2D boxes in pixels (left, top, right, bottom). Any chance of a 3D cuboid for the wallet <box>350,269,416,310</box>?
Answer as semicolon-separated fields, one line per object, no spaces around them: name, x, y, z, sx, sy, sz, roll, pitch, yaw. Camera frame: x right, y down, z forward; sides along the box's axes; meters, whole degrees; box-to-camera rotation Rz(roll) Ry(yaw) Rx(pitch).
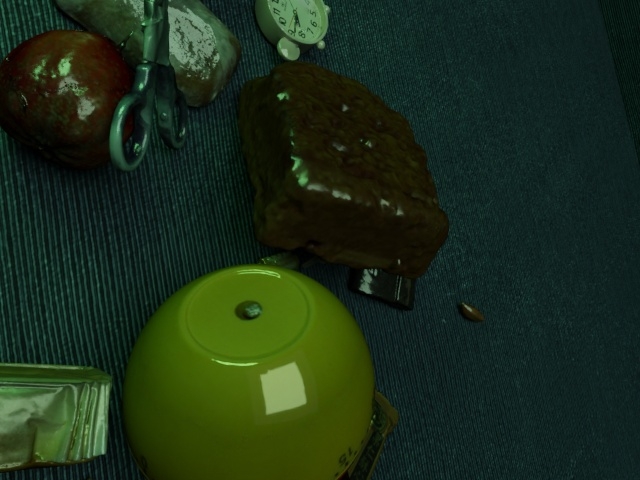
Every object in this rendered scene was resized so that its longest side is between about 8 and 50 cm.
wallet;0.162;-0.017;1.079;0.170;0.044;0.321;22;67;-28

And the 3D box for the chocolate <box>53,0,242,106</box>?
chocolate;-0.274;-0.376;0.823;0.303;0.100;0.185;36;65;-21

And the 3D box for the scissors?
scissors;-0.229;-0.298;0.674;0.029;0.256;0.383;10;113;2

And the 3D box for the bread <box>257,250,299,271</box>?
bread;-0.079;0.048;0.901;0.088;0.033;0.049;-22;79;-40

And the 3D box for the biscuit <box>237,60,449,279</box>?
biscuit;0.038;-0.138;0.852;0.342;0.166;0.395;11;44;-30

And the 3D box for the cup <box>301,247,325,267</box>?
cup;0.007;-0.001;0.931;0.074;0.099;0.102;2;79;-34

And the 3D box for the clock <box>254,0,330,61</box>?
clock;-0.059;-0.470;1.014;0.155;0.063;0.229;17;73;-34

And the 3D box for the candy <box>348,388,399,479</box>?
candy;0.055;0.381;0.886;0.271;0.101;0.143;-46;113;-39

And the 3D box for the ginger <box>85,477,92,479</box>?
ginger;-0.296;0.371;0.680;0.048;0.030;0.097;-25;92;-8

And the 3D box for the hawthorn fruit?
hawthorn fruit;-0.338;-0.216;0.696;0.181;0.181;0.235;39;60;-23

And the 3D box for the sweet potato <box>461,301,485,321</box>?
sweet potato;0.376;0.181;1.193;0.095;0.034;0.034;33;63;-24

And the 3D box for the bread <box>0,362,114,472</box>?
bread;-0.364;0.205;0.567;0.210;0.192;0.110;12;76;-34

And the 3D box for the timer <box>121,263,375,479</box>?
timer;-0.092;0.233;0.695;0.376;0.376;0.387;-32;142;-36
